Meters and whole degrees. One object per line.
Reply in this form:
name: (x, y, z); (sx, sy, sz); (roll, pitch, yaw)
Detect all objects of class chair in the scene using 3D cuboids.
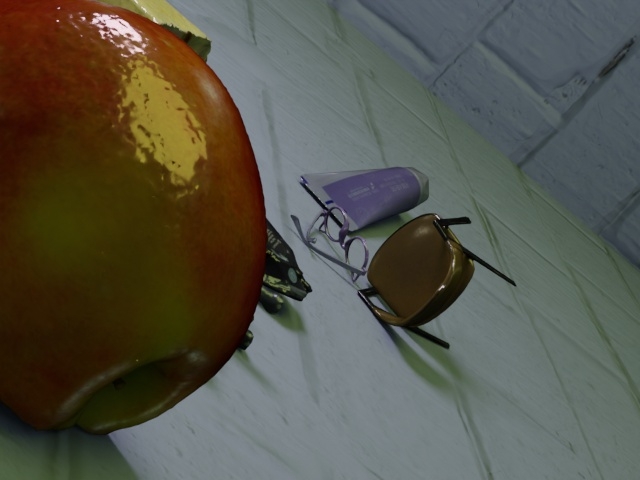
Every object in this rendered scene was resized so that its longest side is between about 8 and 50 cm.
chair: (0.158, 0.054, 2.281); (0.172, 0.159, 0.247); (54, 17, 26)

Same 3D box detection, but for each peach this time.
peach: (-0.217, -0.051, 1.349); (0.380, 0.306, 0.242); (58, 7, 24)

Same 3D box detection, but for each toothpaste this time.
toothpaste: (0.086, -0.080, 2.618); (0.125, 0.080, 0.371); (48, 21, 13)

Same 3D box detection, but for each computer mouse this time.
computer mouse: (-0.091, 0.007, 1.959); (0.192, 0.062, 0.106); (50, 15, 0)

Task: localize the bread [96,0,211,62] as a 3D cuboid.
bread: (-0.293, -0.287, 2.017); (0.264, 0.167, 0.163); (48, 15, 17)

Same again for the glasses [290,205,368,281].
glasses: (0.000, 0.000, 2.272); (0.103, 0.062, 0.140); (0, 42, -38)

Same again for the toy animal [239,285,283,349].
toy animal: (-0.115, 0.059, 1.732); (0.137, 0.082, 0.269); (33, 22, -25)
